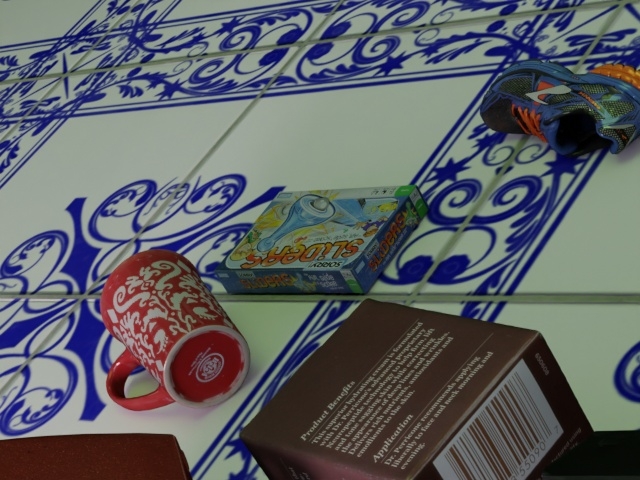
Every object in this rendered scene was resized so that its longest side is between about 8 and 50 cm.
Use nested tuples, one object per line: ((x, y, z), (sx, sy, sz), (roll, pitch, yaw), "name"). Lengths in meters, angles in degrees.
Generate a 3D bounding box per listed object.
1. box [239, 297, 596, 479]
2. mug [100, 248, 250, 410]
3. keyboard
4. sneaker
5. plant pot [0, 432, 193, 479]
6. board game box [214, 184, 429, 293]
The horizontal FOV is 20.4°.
((0.085, 0.168, 1.374), (0.168, 0.167, 0.203), (-46, 31, -25), "box")
((-0.144, 0.108, 1.798), (0.113, 0.150, 0.169), (-2, 22, -26), "mug")
((0.326, 0.148, 1.238), (0.317, 0.033, 0.201), (-4, 9, 34), "keyboard")
((0.241, -0.129, 1.806), (0.221, 0.083, 0.087), (1, 49, 50), "sneaker")
((-0.182, 0.296, 1.356), (0.236, 0.267, 0.267), (-20, 28, -4), "plant pot")
((0.000, 0.000, 1.873), (0.201, 0.035, 0.136), (-2, 39, 43), "board game box")
